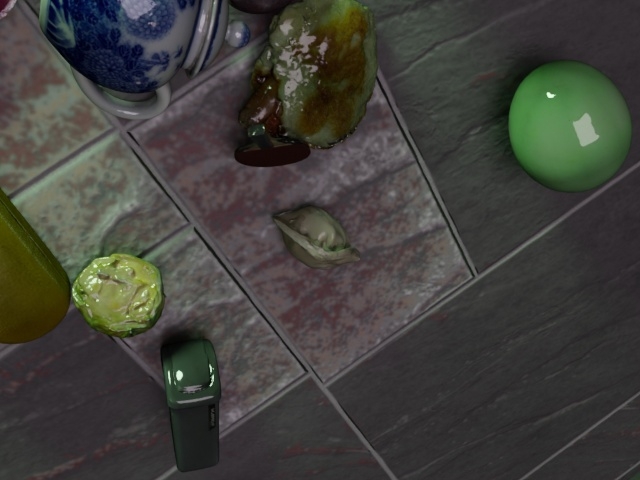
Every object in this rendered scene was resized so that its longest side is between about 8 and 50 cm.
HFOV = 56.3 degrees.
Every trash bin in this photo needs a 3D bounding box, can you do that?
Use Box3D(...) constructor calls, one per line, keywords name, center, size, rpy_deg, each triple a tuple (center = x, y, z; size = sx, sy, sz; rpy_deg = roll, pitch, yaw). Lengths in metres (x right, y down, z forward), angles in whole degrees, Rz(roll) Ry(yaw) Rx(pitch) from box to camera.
Box3D(name="trash bin", center=(-0.252, 0.307, 1.163), size=(0.101, 0.176, 0.236), rpy_deg=(-7, 118, -19))

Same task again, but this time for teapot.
Box3D(name="teapot", center=(-0.231, -0.324, 0.834), size=(0.280, 0.252, 0.424), rpy_deg=(11, 141, -26))

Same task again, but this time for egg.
Box3D(name="egg", center=(0.486, -0.222, 1.175), size=(0.221, 0.220, 0.269), rpy_deg=(-34, 110, -4))

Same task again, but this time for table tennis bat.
Box3D(name="table tennis bat", center=(-0.086, -0.155, 1.007), size=(0.131, 0.220, 0.019), rpy_deg=(-9, 83, 5))

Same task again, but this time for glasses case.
Box3D(name="glasses case", center=(-0.553, 0.013, 0.930), size=(0.173, 0.141, 0.371), rpy_deg=(-29, 120, -6))

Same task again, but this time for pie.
Box3D(name="pie", center=(-0.001, -0.284, 1.041), size=(0.257, 0.105, 0.274), rpy_deg=(5, 115, -39))

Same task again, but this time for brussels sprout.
Box3D(name="brussels sprout", center=(-0.354, 0.098, 1.062), size=(0.149, 0.122, 0.151), rpy_deg=(-29, 94, -22))

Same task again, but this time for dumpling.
Box3D(name="dumpling", center=(0.000, 0.000, 1.144), size=(0.199, 0.136, 0.118), rpy_deg=(15, 100, -37))

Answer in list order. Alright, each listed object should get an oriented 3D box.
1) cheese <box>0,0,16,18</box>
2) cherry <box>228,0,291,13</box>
Box3D(name="cheese", center=(-0.502, -0.340, 0.833), size=(0.155, 0.062, 0.244), rpy_deg=(2, 114, -21))
Box3D(name="cherry", center=(-0.091, -0.435, 0.902), size=(0.176, 0.140, 0.175), rpy_deg=(4, 84, -37))
